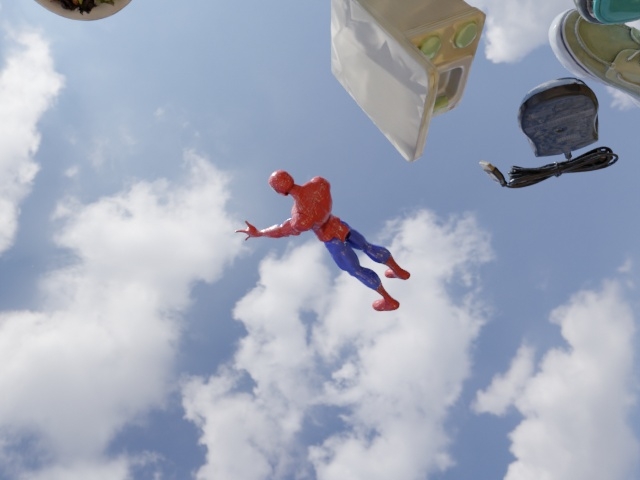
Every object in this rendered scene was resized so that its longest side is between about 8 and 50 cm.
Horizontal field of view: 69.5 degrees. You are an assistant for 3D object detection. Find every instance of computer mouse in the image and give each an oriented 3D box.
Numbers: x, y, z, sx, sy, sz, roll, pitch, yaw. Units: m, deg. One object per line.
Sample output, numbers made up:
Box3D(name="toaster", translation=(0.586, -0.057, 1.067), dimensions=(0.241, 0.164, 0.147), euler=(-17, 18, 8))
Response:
Box3D(name="computer mouse", translation=(0.323, -0.159, 0.696), dimensions=(0.262, 0.184, 0.060), euler=(23, -120, -48))

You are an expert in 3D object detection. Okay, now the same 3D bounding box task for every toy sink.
Box3D(name="toy sink", translation=(0.125, -0.251, 0.632), dimensions=(0.131, 0.152, 0.234), euler=(-25, -121, -13))

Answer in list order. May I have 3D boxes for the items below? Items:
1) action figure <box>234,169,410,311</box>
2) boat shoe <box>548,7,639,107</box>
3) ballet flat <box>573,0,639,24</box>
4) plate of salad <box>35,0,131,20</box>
Box3D(name="action figure", translation=(0.000, 0.000, 0.655), dimensions=(0.280, 0.139, 0.091), euler=(46, -124, -38))
Box3D(name="boat shoe", translation=(0.535, -0.307, 0.780), dimensions=(0.303, 0.094, 0.109), euler=(25, -88, -9))
Box3D(name="ballet flat", translation=(0.258, -0.176, 0.253), dimensions=(0.072, 0.214, 0.068), euler=(52, -138, -54))
Box3D(name="plate of salad", translation=(-0.318, -0.388, 0.583), dimensions=(0.200, 0.048, 0.199), euler=(0, -70, 0))
